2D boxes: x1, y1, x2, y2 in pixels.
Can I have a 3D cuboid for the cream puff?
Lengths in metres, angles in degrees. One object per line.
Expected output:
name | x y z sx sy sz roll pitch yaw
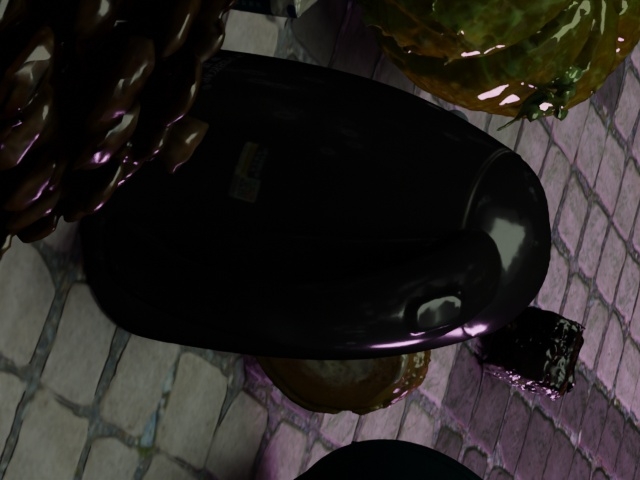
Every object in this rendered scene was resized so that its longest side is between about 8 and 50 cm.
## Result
cream puff | 0.020 0.068 1.486 0.126 0.144 0.103 -66 171 18

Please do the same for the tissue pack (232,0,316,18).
tissue pack | -0.040 -0.186 1.339 0.062 0.083 0.042 -49 141 -45

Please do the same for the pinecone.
pinecone | -0.172 -0.114 0.967 0.272 0.224 0.224 30 68 -28

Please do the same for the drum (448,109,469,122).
drum | 0.057 -0.058 1.608 0.253 0.049 0.130 -59 146 -36

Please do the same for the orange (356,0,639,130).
orange | 0.145 -0.250 1.529 0.300 0.223 0.301 -39 132 -38

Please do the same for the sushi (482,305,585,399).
sushi | 0.215 0.111 1.929 0.098 0.094 0.084 56 52 -75

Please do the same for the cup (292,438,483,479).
cup | -0.005 0.333 1.417 0.292 0.242 0.308 -21 122 -58

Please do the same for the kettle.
kettle | 0.000 0.000 1.255 0.268 0.290 0.207 -37 131 -52
